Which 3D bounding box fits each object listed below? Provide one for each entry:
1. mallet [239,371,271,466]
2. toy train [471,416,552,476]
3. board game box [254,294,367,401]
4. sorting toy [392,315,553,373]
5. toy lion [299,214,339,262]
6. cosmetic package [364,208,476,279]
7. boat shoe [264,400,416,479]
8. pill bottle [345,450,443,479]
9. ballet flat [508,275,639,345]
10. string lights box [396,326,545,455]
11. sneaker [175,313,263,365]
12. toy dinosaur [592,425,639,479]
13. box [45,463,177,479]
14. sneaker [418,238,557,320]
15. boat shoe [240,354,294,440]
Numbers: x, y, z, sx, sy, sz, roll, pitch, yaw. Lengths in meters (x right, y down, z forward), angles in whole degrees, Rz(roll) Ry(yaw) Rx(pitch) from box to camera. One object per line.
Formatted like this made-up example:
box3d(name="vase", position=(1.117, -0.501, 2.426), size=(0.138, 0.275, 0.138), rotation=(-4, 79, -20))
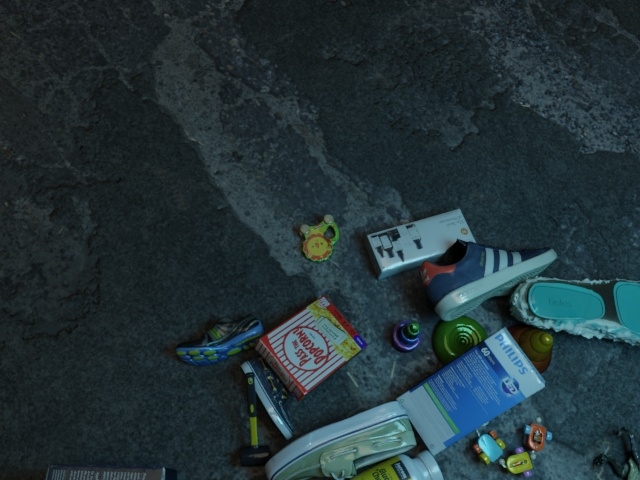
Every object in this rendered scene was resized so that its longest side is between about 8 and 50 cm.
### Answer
box3d(name="mallet", position=(-0.125, 0.357, 1.154), size=(0.062, 0.039, 0.189), rotation=(4, 93, -3))
box3d(name="toy train", position=(0.391, 0.420, 1.207), size=(0.166, 0.046, 0.125), rotation=(14, 65, -2))
box3d(name="board game box", position=(-0.018, 0.223, 1.222), size=(0.193, 0.045, 0.147), rotation=(-32, 72, -36))
box3d(name="sorting toy", position=(0.343, 0.211, 1.246), size=(0.366, 0.126, 0.127), rotation=(6, 67, -3))
box3d(name="toy lion", position=(0.000, 0.000, 1.358), size=(0.100, 0.034, 0.096), rotation=(-24, 78, -14))
box3d(name="cosmetic package", position=(0.232, 0.007, 1.357), size=(0.239, 0.060, 0.098), rotation=(-16, 70, -11))
box3d(name="boat shoe", position=(0.040, 0.411, 1.124), size=(0.302, 0.109, 0.094), rotation=(-24, 55, -4))
box3d(name="pill bottle", position=(0.141, 0.481, 1.126), size=(0.184, 0.103, 0.103), rotation=(-21, 71, -13))
box3d(name="ballet flat", position=(0.612, 0.155, 1.288), size=(0.409, 0.147, 0.146), rotation=(10, 67, -3))
box3d(name="string lights box", position=(0.299, 0.301, 1.164), size=(0.260, 0.077, 0.133), rotation=(-37, 73, 14))
box3d(name="sneaker", position=(-0.216, 0.210, 1.240), size=(0.188, 0.067, 0.078), rotation=(-19, 49, -10))
box3d(name="toy dinosaur", position=(0.649, 0.457, 1.206), size=(0.118, 0.064, 0.268), rotation=(35, 66, 2))
box3d(name="box", position=(-0.379, 0.470, 1.061), size=(0.207, 0.153, 0.108), rotation=(3, 66, -5))
box3d(name="sneaker", position=(0.372, 0.050, 1.294), size=(0.350, 0.131, 0.148), rotation=(-16, 60, -29))
box3d(name="boat shoe", position=(-0.087, 0.313, 1.198), size=(0.083, 0.065, 0.183), rotation=(-29, 72, -16))
